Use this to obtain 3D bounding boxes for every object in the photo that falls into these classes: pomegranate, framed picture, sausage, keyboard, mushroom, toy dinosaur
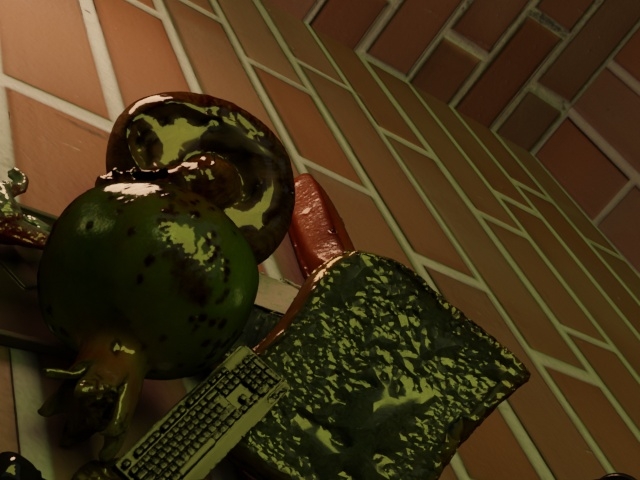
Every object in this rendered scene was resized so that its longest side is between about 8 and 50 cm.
[{"bbox_3d":[-0.205,0.059,1.019,0.231,0.231,0.286,41,52,10],"label":"pomegranate"},{"bbox_3d":[-0.337,0.031,1.124,0.189,0.023,0.260,20,27,-39],"label":"framed picture"},{"bbox_3d":[0.000,0.000,1.636,0.102,0.102,0.330,27,22,-27],"label":"sausage"},{"bbox_3d":[-0.113,0.182,0.996,0.074,0.015,0.196,37,51,14],"label":"keyboard"},{"bbox_3d":[-0.179,-0.075,1.359,0.283,0.195,0.263,-8,85,-58],"label":"mushroom"},{"bbox_3d":[-0.348,-0.019,1.113,0.242,0.053,0.167,34,21,-12],"label":"toy dinosaur"}]

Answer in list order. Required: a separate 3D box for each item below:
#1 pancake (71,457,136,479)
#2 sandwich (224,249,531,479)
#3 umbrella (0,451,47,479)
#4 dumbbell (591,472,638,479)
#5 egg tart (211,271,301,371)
[{"bbox_3d":[-0.149,0.276,0.918,0.199,0.021,0.199,32,21,-14],"label":"pancake"},{"bbox_3d":[0.049,0.174,1.108,0.271,0.301,0.099,39,-22,4],"label":"sandwich"},{"bbox_3d":[-0.117,0.271,0.797,0.358,0.113,0.106,39,38,-18],"label":"umbrella"},{"bbox_3d":[0.438,0.404,1.496,0.099,0.099,0.208,49,23,27],"label":"dumbbell"},{"bbox_3d":[-0.074,0.104,1.254,0.234,0.094,0.234,21,18,-7],"label":"egg tart"}]
